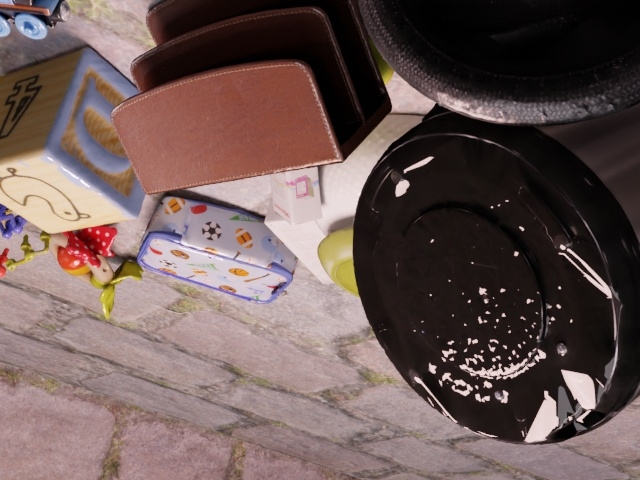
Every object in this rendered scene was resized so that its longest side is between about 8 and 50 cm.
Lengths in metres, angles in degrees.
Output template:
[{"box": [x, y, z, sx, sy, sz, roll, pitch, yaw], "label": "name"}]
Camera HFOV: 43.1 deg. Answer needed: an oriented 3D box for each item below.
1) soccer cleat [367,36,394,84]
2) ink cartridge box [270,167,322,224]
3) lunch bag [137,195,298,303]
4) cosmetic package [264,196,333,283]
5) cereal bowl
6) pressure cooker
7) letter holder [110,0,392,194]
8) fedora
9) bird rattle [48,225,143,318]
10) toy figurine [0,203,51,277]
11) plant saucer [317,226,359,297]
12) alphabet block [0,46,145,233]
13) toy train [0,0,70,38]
[{"box": [-0.011, -0.202, 1.103, 0.289, 0.093, 0.121, -18, 172, 37], "label": "soccer cleat"}, {"box": [-0.041, -0.094, 1.223, 0.052, 0.122, 0.088, -12, -158, -20], "label": "ink cartridge box"}, {"box": [-0.193, 0.030, 1.567, 0.303, 0.114, 0.243, 20, 154, -15], "label": "lunch bag"}, {"box": [0.000, 0.000, 1.486, 0.099, 0.060, 0.239, -6, 148, 26], "label": "cosmetic package"}, {"box": [0.136, -0.042, 1.269, 0.339, 0.141, 0.339, 9, 154, 4], "label": "cereal bowl"}, {"box": [0.290, -0.007, 0.940, 0.420, 0.370, 0.375, -21, 147, -37], "label": "pressure cooker"}, {"box": [-0.104, -0.197, 0.965, 0.302, 0.152, 0.214, -6, 118, 33], "label": "letter holder"}, {"box": [0.209, -0.252, 0.765, 0.334, 0.333, 0.152, 2, -178, 17], "label": "fedora"}, {"box": [-0.500, 0.044, 1.706, 0.207, 0.143, 0.253, 16, 155, 29], "label": "bird rattle"}, {"box": [-0.652, -0.058, 1.503, 0.363, 0.191, 0.217, -17, 137, 41], "label": "toy figurine"}, {"box": [0.111, 0.050, 1.260, 0.241, 0.037, 0.241, 8, 153, 4], "label": "plant saucer"}, {"box": [-0.379, -0.143, 1.215, 0.197, 0.193, 0.192, -8, 146, 33], "label": "alphabet block"}, {"box": [-0.411, -0.316, 1.020, 0.184, 0.080, 0.105, 8, 147, 7], "label": "toy train"}]
